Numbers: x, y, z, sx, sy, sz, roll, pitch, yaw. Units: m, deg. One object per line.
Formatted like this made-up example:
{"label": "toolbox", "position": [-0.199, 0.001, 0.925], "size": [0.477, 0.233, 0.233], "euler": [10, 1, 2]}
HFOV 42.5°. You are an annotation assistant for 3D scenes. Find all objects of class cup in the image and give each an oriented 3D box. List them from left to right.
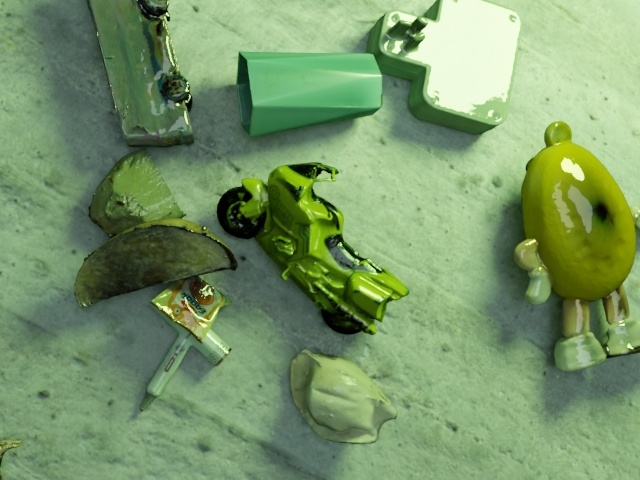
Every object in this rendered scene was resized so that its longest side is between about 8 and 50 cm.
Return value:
{"label": "cup", "position": [-0.020, -0.264, 1.419], "size": [0.236, 0.134, 0.148], "euler": [-9, 89, -16]}

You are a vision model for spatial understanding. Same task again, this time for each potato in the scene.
{"label": "potato", "position": [-0.273, 0.012, 1.337], "size": [0.261, 0.100, 0.120], "euler": [-13, 114, -3]}

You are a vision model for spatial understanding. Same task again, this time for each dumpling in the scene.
{"label": "dumpling", "position": [0.029, 0.270, 1.380], "size": [0.199, 0.118, 0.136], "euler": [26, 94, 20]}

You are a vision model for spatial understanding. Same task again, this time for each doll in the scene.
{"label": "doll", "position": [0.495, 0.031, 1.477], "size": [0.348, 0.161, 0.423], "euler": [16, 82, -22]}

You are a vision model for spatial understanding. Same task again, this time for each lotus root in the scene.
{"label": "lotus root", "position": [-0.310, -0.065, 1.365], "size": [0.144, 0.070, 0.143], "euler": [-40, 92, -12]}

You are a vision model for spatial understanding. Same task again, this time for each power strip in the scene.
{"label": "power strip", "position": [0.224, -0.335, 1.468], "size": [0.261, 0.141, 0.229], "euler": [14, 81, -12]}

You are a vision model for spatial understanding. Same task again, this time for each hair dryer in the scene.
{"label": "hair dryer", "position": [-0.264, 0.196, 1.364], "size": [0.155, 0.044, 0.183], "euler": [44, 81, -2]}

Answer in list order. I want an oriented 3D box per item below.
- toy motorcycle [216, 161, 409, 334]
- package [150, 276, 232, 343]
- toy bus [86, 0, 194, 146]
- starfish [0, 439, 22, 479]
{"label": "toy motorcycle", "position": [0.000, -0.001, 1.387], "size": [0.342, 0.142, 0.206], "euler": [44, 116, -4]}
{"label": "package", "position": [-0.211, 0.102, 1.357], "size": [0.108, 0.031, 0.120], "euler": [38, 39, -5]}
{"label": "toy bus", "position": [-0.300, -0.308, 1.376], "size": [0.138, 0.112, 0.316], "euler": [-14, 86, -8]}
{"label": "starfish", "position": [-0.527, 0.408, 1.283], "size": [0.238, 0.057, 0.213], "euler": [16, 89, -5]}
